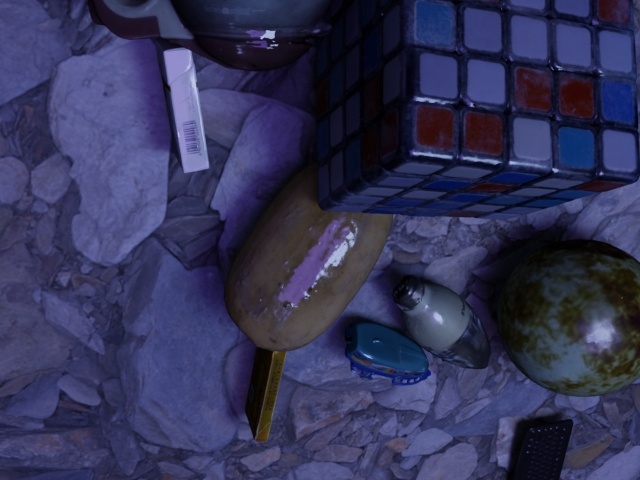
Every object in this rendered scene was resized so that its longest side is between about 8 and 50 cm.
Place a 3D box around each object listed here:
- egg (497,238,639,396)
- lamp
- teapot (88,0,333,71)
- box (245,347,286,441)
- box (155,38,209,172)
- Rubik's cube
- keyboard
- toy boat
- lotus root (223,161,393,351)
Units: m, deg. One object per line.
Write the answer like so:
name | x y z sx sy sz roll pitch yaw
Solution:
egg | 0.407 0.117 1.268 0.289 0.238 0.238 1 113 -39
lamp | 0.194 0.132 1.282 0.101 0.101 0.250 -47 125 5
teapot | -0.115 -0.347 0.905 0.314 0.233 0.312 5 106 6
box | -0.083 0.210 1.231 0.022 0.089 0.156 6 108 -17
box | -0.173 -0.171 1.041 0.040 0.084 0.154 -12 115 -11
Rubik's cube | 0.168 -0.189 0.980 0.293 0.287 0.292 5 80 -18
keyboard | 0.394 0.388 1.484 0.103 0.041 0.381 -6 114 -16
toy boat | 0.097 0.190 1.295 0.175 0.091 0.110 20 139 -26
lotus root | 0.000 0.000 1.132 0.169 0.151 0.343 33 96 -24
